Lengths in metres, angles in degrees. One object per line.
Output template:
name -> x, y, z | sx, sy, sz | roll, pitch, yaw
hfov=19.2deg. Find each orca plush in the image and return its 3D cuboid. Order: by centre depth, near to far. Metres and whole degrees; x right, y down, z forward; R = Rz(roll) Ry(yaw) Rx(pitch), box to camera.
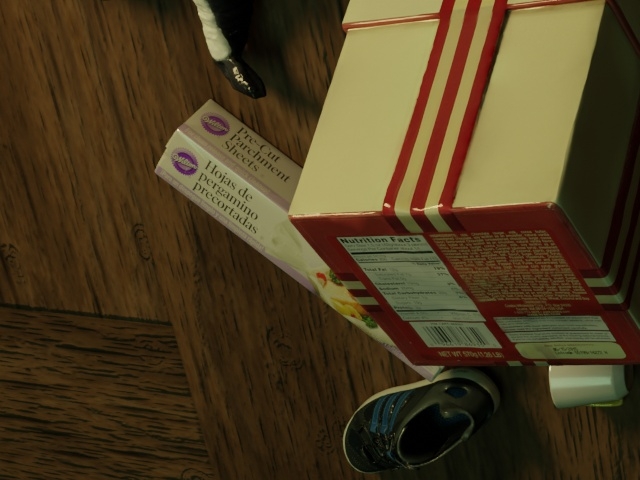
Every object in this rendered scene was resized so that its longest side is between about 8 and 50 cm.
orca plush -> -0.070, -0.248, 1.560 | 0.102, 0.151, 0.287 | -7, 120, 10

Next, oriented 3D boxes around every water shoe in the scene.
water shoe -> 0.079, 0.179, 1.781 | 0.073, 0.080, 0.203 | 49, 133, -6

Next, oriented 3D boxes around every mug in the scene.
mug -> 0.242, 0.116, 1.663 | 0.064, 0.078, 0.062 | -3, 86, 24

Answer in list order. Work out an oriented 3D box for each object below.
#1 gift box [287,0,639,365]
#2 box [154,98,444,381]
gift box -> 0.147, -0.057, 1.452 | 0.255, 0.258, 0.276 | 1, 148, 28
box -> 0.000, 0.000, 1.718 | 0.324, 0.067, 0.063 | 38, 132, 5
